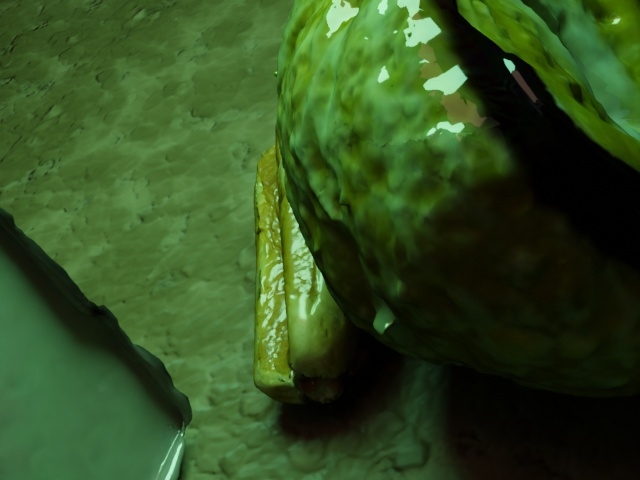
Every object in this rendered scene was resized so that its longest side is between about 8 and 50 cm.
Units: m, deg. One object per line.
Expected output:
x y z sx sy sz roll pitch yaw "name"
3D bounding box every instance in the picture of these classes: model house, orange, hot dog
-0.251 0.109 0.759 0.237 0.237 0.202 0 53 37 "model house"
0.095 -0.053 0.726 0.210 0.271 0.368 -46 28 30 "orange"
0.000 0.000 0.845 0.076 0.102 0.249 13 41 -15 "hot dog"
